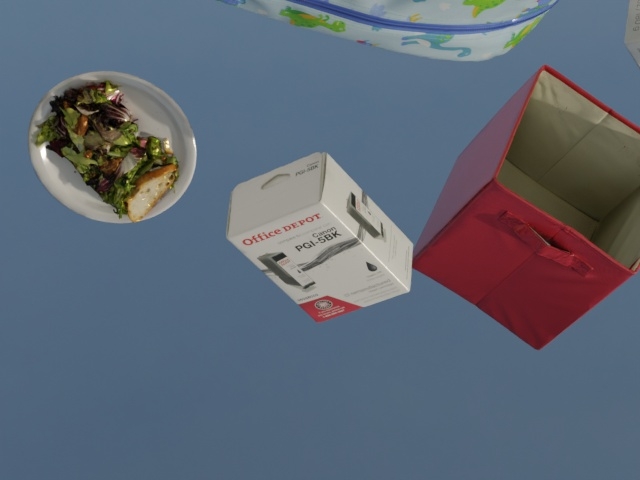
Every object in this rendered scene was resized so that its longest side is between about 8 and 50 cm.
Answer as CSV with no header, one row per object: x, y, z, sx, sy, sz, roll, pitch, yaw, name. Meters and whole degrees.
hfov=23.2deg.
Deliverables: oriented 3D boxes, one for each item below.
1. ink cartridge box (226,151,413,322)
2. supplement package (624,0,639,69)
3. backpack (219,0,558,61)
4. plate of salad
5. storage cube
0.000,0.000,1.295,0.099,0.135,0.056,-21,-136,29,ink cartridge box
0.449,-0.221,1.413,0.293,0.175,0.177,-8,-126,31,supplement package
0.058,-0.297,1.332,0.355,0.273,0.290,28,-126,-15,backpack
-0.245,-0.103,1.823,0.200,0.200,0.048,-6,-150,7,plate of salad
0.240,-0.033,1.687,0.184,0.193,0.215,33,-129,-7,storage cube
